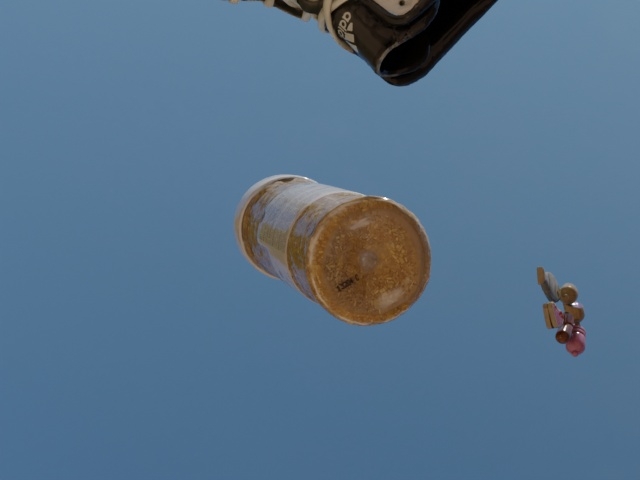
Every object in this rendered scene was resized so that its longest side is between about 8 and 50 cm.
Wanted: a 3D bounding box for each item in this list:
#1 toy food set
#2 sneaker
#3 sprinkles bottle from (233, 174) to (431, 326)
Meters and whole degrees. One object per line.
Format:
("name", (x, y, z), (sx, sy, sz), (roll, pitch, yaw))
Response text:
("toy food set", (0.239, 0.073, 1.157), (0.019, 0.122, 0.078), (-12, -108, 24))
("sneaker", (-0.027, -0.271, 1.131), (0.448, 0.169, 0.257), (-8, -125, -9))
("sprinkles bottle", (0.000, 0.000, 1.227), (0.121, 0.355, 0.121), (-2, -84, -15))
